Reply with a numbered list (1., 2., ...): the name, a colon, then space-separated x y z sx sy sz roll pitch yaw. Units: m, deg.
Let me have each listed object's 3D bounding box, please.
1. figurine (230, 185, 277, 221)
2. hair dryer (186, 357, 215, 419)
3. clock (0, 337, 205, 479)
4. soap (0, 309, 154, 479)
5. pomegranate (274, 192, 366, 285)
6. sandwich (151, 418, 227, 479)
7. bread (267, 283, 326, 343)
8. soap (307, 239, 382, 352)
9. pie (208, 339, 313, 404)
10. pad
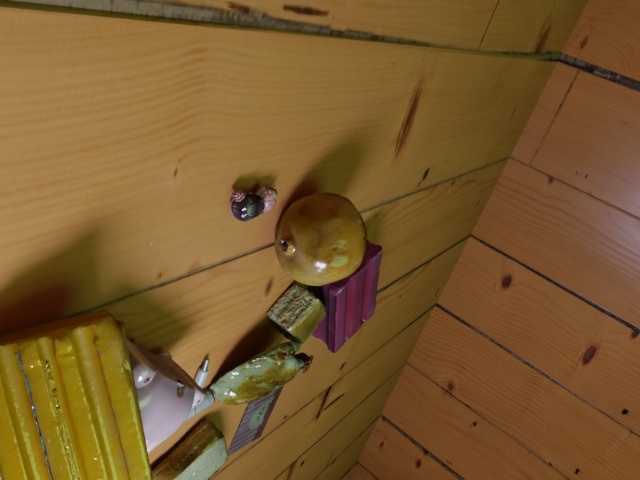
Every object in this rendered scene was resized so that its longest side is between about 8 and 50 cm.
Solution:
1. figurine: -0.136 -0.083 1.123 0.129 0.054 0.072 -26 137 -51
2. hair dryer: -0.325 0.375 1.354 0.155 0.044 0.183 -22 133 -52
3. clock: -0.414 0.350 1.014 0.326 0.184 0.342 -46 148 -12
4. soap: -0.377 0.284 0.818 0.204 0.096 0.324 -12 98 -21
5. pomegranate: 0.005 0.001 1.285 0.233 0.233 0.233 -41 151 -29
6. sandwich: -0.379 0.647 1.513 0.251 0.087 0.226 -41 153 -35
7. bread: -0.061 0.221 1.562 0.138 0.102 0.196 -46 155 -15
8. soap: 0.079 0.174 1.725 0.233 0.128 0.359 -40 150 -29
9. pie: -0.167 0.369 1.498 0.274 0.105 0.257 -33 153 4
10. pad: -0.217 0.606 1.848 0.202 0.005 0.299 -10 129 -57
